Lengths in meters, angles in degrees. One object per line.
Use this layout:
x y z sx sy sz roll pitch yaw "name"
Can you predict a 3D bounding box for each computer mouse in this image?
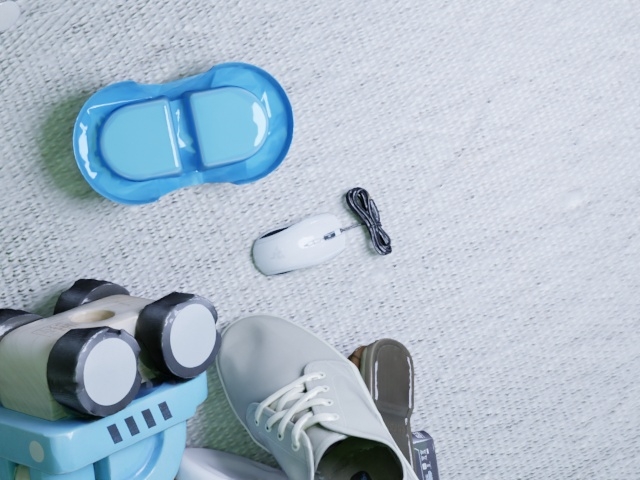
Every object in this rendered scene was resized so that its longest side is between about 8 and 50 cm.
0.000 0.000 1.708 0.193 0.042 0.106 -21 98 -9 "computer mouse"

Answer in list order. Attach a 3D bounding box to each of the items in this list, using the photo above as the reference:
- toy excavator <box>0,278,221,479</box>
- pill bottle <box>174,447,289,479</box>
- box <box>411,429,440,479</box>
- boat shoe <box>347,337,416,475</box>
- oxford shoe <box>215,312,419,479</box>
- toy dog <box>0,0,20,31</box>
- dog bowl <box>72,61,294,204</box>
-0.313 0.309 1.499 0.433 0.222 0.445 -20 109 -48 "toy excavator"
-0.152 0.496 1.617 0.224 0.224 0.392 19 89 -11 "pill bottle"
0.088 0.406 1.741 0.183 0.056 0.231 -11 94 -9 "box"
0.062 0.289 1.654 0.111 0.104 0.307 28 57 -26 "boat shoe"
-0.007 0.234 1.550 0.169 0.449 0.130 -39 140 0 "oxford shoe"
-0.476 -0.365 1.566 0.220 0.161 0.333 42 100 -13 "toy dog"
-0.186 -0.145 1.649 0.297 0.074 0.166 -12 95 -9 "dog bowl"
